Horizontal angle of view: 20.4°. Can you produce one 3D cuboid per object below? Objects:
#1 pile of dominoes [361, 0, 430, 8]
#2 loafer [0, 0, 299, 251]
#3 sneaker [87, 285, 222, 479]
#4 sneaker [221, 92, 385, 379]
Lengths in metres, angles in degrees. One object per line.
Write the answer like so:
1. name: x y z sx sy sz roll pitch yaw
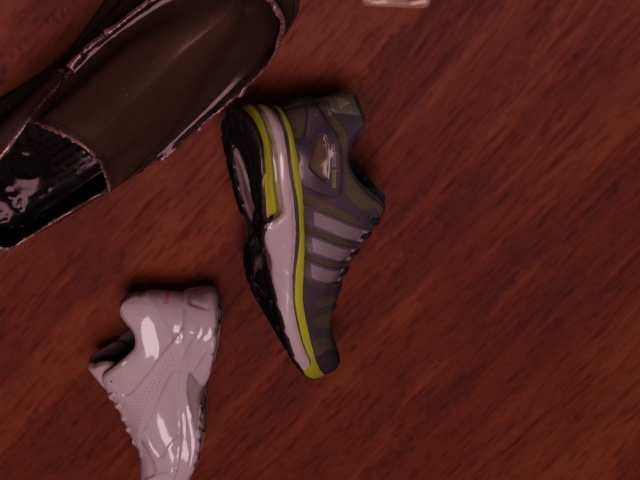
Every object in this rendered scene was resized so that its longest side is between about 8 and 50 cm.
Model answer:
1. pile of dominoes: 0.089 -0.291 1.388 0.196 0.040 0.251 -20 123 8
2. loafer: -0.162 -0.099 1.438 0.366 0.130 0.134 -38 119 19
3. sneaker: -0.158 0.138 1.637 0.115 0.090 0.232 8 114 -3
4. sneaker: 0.000 0.000 1.539 0.121 0.111 0.300 -19 134 -13
